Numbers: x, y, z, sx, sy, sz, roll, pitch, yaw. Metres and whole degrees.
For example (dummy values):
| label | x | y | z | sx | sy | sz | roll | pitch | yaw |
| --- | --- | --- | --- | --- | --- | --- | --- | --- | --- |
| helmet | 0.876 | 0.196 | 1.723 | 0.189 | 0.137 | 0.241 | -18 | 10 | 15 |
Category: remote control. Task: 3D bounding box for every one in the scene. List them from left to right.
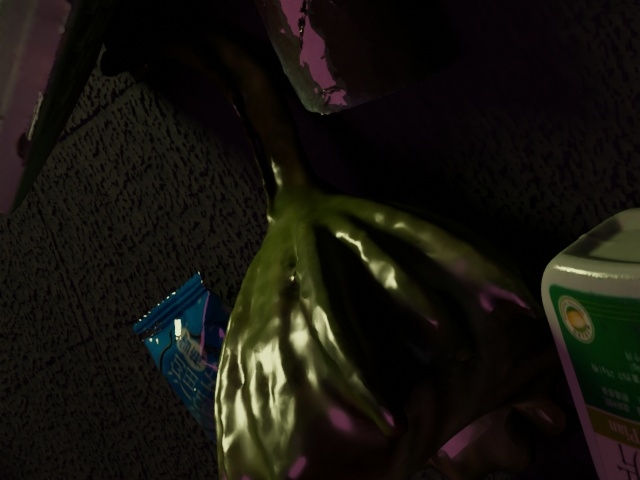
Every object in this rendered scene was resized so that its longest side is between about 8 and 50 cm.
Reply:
| label | x | y | z | sx | sy | sz | roll | pitch | yaw |
| --- | --- | --- | --- | --- | --- | --- | --- | --- | --- |
| remote control | -0.122 | -0.150 | 0.949 | 0.050 | 0.145 | 0.344 | 25 | 146 | -4 |

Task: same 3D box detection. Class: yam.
| label | x | y | z | sx | sy | sz | roll | pitch | yaw |
| --- | --- | --- | --- | --- | --- | --- | --- | --- | --- |
| yam | -0.009 | -0.140 | 0.869 | 0.068 | 0.068 | 0.169 | -12 | 107 | 56 |

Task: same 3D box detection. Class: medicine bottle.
| label | x | y | z | sx | sy | sz | roll | pitch | yaw |
| --- | --- | --- | --- | --- | --- | --- | --- | --- | --- |
| medicine bottle | 0.169 | 0.079 | 0.811 | 0.119 | 0.069 | 0.183 | 4 | 121 | 50 |

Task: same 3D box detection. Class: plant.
| label | x | y | z | sx | sy | sz | roll | pitch | yaw |
| --- | --- | --- | --- | --- | --- | --- | --- | --- | --- |
| plant | -0.027 | 0.003 | 0.933 | 0.333 | 0.180 | 0.251 | 57 | 137 | 8 |

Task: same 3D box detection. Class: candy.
| label | x | y | z | sx | sy | sz | roll | pitch | yaw |
| --- | --- | --- | --- | --- | --- | --- | --- | --- | --- |
| candy | -0.053 | 0.088 | 1.153 | 0.136 | 0.038 | 0.088 | 51 | 134 | -2 |
